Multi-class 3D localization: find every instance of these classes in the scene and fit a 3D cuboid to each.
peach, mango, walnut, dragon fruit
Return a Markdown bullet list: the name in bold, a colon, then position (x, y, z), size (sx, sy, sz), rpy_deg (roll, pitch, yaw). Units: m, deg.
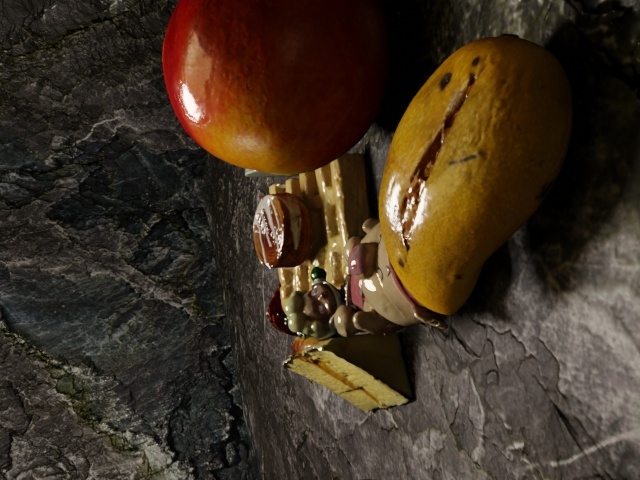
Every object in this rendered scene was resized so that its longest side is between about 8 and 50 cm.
- **peach**: position (-0.063, -0.306, 0.912), size (0.388, 0.388, 0.389), rpy_deg (175, 90, -73)
- **mango**: position (0.144, -0.065, 0.595), size (0.177, 0.120, 0.295), rpy_deg (39, 115, 37)
- **walnut**: position (-0.010, 0.261, 1.317), size (0.207, 0.115, 0.116), rpy_deg (144, 119, -71)
- **dragon fruit**: position (-0.078, 0.168, 1.446), size (0.127, 0.160, 0.121), rpy_deg (-63, 36, 41)

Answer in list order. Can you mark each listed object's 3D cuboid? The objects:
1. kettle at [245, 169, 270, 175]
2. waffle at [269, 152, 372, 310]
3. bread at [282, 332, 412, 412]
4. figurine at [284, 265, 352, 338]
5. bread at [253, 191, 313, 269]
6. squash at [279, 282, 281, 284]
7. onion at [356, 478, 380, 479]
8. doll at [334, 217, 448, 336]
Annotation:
- **kettle**: position (-0.090, -0.302, 1.256), size (0.265, 0.205, 0.318), rpy_deg (175, 87, -70)
- **waffle**: position (0.000, 0.000, 1.170), size (0.348, 0.077, 0.304), rpy_deg (-19, 74, 60)
- **bread**: position (0.037, 0.253, 1.048), size (0.240, 0.178, 0.136), rpy_deg (131, 133, -64)
- **figurine**: position (0.028, 0.099, 0.967), size (0.093, 0.197, 0.147), rpy_deg (44, -166, -51)
- **bread**: position (-0.080, -0.020, 1.161), size (0.160, 0.073, 0.161), rpy_deg (9, 100, 62)
- **squash**: position (-0.085, 0.128, 1.589), size (0.201, 0.066, 0.066), rpy_deg (107, 152, -50)
- **onion**: position (0.105, 0.520, 0.944), size (0.248, 0.161, 0.248), rpy_deg (45, 143, 50)
- **doll**: position (0.108, 0.041, 0.805), size (0.196, 0.152, 0.256), rpy_deg (67, 155, 11)
